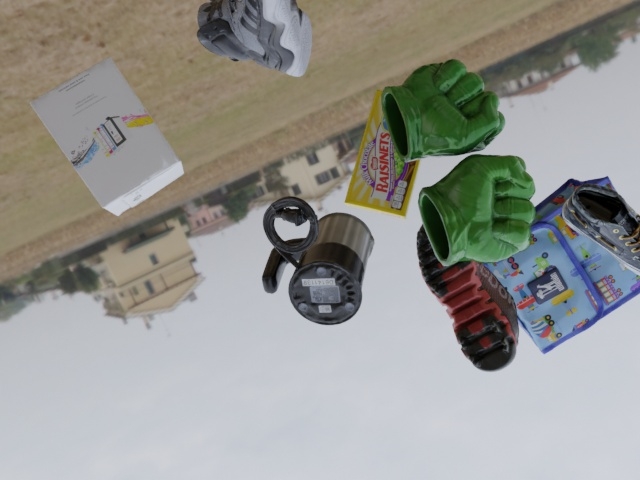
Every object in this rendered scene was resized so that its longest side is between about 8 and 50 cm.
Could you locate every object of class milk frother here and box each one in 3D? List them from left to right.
[{"bbox_3d":[0.000,0.000,0.731,0.129,0.143,0.134,13,-151,3],"label":"milk frother"}]

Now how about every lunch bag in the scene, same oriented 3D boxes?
[{"bbox_3d":[0.446,0.052,1.167,0.293,0.221,0.138,-35,-173,-5],"label":"lunch bag"}]

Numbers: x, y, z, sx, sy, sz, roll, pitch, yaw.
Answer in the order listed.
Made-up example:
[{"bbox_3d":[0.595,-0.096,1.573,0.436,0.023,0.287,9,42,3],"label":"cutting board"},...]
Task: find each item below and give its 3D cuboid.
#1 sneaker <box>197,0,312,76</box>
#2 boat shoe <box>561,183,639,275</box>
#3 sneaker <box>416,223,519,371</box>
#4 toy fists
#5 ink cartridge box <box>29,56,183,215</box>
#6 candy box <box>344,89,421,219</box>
[{"bbox_3d":[-0.105,-0.329,0.847,0.153,0.101,0.268,6,155,13],"label":"sneaker"},{"bbox_3d":[0.409,-0.008,0.820,0.065,0.183,0.083,-56,162,-4],"label":"boat shoe"},{"bbox_3d":[0.251,0.081,1.045,0.098,0.276,0.135,-32,165,28],"label":"sneaker"},{"bbox_3d":[0.190,-0.107,0.808,0.142,0.279,0.096,-17,168,-11],"label":"toy fists"},{"bbox_3d":[-0.396,-0.191,1.193,0.168,0.232,0.171,-34,-176,-9],"label":"ink cartridge box"},{"bbox_3d":[0.117,-0.145,1.034,0.105,0.205,0.027,13,172,15],"label":"candy box"}]
